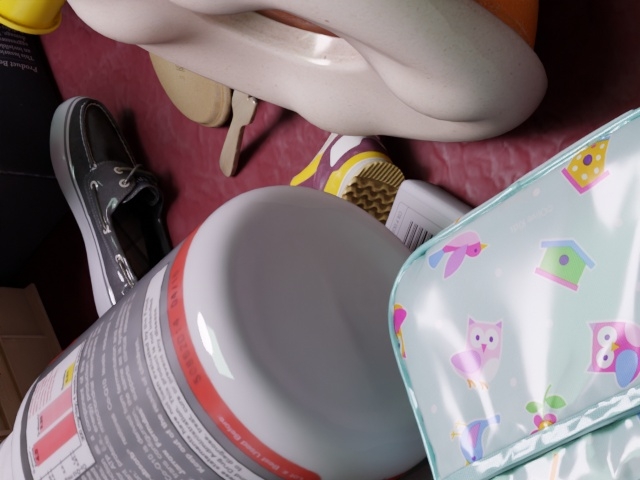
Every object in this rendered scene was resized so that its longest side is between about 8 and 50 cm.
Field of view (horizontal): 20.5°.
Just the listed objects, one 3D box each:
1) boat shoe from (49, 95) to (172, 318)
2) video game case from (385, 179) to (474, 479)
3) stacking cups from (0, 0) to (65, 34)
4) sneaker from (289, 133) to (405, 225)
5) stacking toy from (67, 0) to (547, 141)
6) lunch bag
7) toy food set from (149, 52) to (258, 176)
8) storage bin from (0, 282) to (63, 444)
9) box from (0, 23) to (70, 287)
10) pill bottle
[{"bbox_3d":[-0.165,-0.026,1.501,0.076,0.080,0.228,-28,67,37],"label":"boat shoe"},{"bbox_3d":[0.117,0.158,1.196,0.329,0.036,0.300,35,112,43],"label":"video game case"},{"bbox_3d":[-0.172,-0.308,1.419,0.316,0.096,0.096,-49,52,28],"label":"stacking cups"},{"bbox_3d":[0.000,0.000,1.327,0.185,0.070,0.084,-59,35,22],"label":"sneaker"},{"bbox_3d":[0.040,-0.331,1.176,0.351,0.351,0.479,10,79,48],"label":"stacking toy"},{"bbox_3d":[0.179,0.060,1.030,0.279,0.108,0.224,-33,58,34],"label":"lunch bag"},{"bbox_3d":[-0.099,-0.154,1.446,0.192,0.038,0.132,55,153,20],"label":"toy food set"},{"bbox_3d":[-0.333,0.211,1.629,0.262,0.123,0.260,-50,52,32],"label":"storage bin"},{"bbox_3d":[-0.401,-0.083,1.688,0.296,0.183,0.294,-46,55,34],"label":"box"},{"bbox_3d":[-0.088,0.133,1.241,0.363,0.210,0.210,-40,58,42],"label":"pill bottle"}]
